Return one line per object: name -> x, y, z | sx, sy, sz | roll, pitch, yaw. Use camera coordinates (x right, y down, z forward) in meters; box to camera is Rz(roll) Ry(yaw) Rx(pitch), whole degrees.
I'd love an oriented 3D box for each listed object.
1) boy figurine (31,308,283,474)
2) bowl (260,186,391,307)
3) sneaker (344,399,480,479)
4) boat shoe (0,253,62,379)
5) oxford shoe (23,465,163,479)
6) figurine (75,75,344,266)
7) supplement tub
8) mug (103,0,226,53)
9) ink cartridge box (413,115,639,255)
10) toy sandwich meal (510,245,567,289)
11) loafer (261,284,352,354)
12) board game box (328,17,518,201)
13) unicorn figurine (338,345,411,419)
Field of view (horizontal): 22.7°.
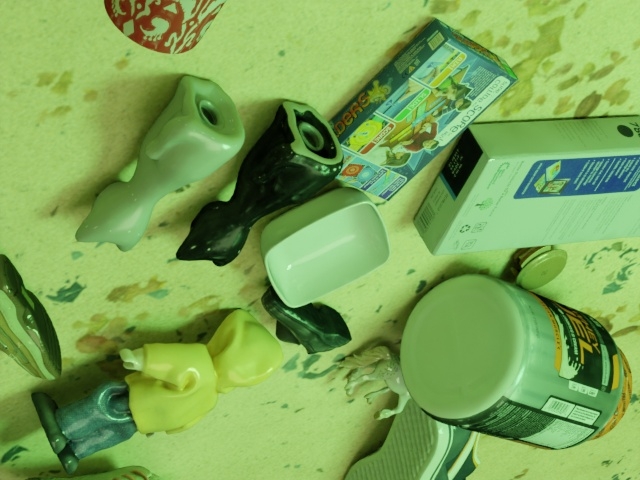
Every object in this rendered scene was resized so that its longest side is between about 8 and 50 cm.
boy figurine -> -0.183, 0.163, 1.821 | 0.285, 0.092, 0.177 | -26, 146, -6
bowl -> 0.000, 0.000, 1.772 | 0.142, 0.053, 0.142 | -27, 147, -3
sneaker -> 0.140, 0.316, 2.228 | 0.127, 0.126, 0.321 | -15, 151, -36
boat shoe -> -0.327, 0.085, 1.646 | 0.072, 0.068, 0.190 | -17, 136, 3
oxford shoe -> -0.265, 0.317, 1.905 | 0.146, 0.140, 0.397 | -38, 166, 1
figurine -> -0.118, -0.051, 1.596 | 0.215, 0.092, 0.209 | 11, 134, -43
supplement tub -> 0.263, 0.165, 2.055 | 0.193, 0.193, 0.316 | -43, 145, 21
mug -> -0.121, -0.257, 1.325 | 0.169, 0.150, 0.113 | -55, 175, 39
ink cartridge box -> 0.285, -0.067, 1.883 | 0.333, 0.065, 0.165 | -3, 138, -31
toy sandwich meal -> 0.278, 0.030, 2.039 | 0.085, 0.029, 0.085 | -23, 150, -14
loafer -> -0.027, 0.101, 1.880 | 0.061, 0.062, 0.170 | -34, 145, 15
board game box -> 0.096, -0.133, 1.682 | 0.201, 0.035, 0.136 | -43, 144, 20
unicorn figurine -> 0.100, 0.181, 2.077 | 0.111, 0.060, 0.162 | -34, 149, 14
